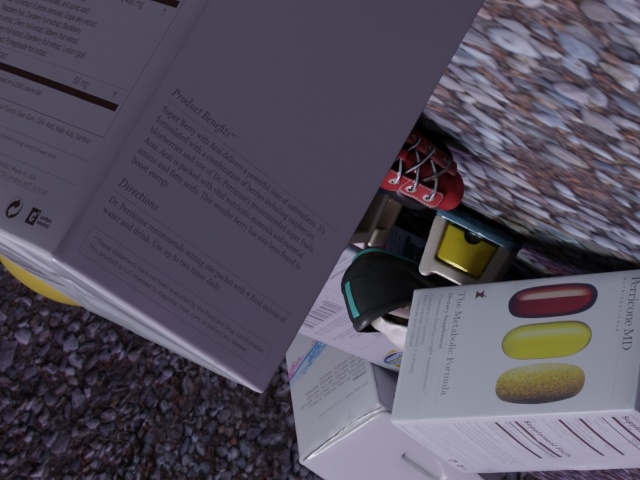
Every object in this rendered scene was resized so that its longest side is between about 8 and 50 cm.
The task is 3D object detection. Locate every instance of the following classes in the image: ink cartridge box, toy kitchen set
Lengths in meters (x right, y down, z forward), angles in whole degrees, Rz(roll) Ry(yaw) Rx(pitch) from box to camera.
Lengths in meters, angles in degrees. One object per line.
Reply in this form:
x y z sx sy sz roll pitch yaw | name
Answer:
0.075 0.161 2.281 0.226 0.131 0.306 37 -151 -33 | ink cartridge box
0.085 0.067 2.064 0.311 0.065 0.186 26 145 -25 | ink cartridge box
0.085 -0.027 1.797 0.166 0.122 0.207 27 -168 18 | toy kitchen set

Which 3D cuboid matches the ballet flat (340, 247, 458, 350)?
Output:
0.147 0.090 1.947 0.280 0.096 0.095 14 142 -17 | ballet flat

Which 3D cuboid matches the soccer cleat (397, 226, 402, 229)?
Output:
0.000 0.000 2.131 0.318 0.116 0.109 37 170 -38 | soccer cleat

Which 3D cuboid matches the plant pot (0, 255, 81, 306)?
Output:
-0.223 -0.070 2.094 0.254 0.254 0.239 31 162 -8 | plant pot

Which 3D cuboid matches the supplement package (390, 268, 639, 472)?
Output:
0.207 0.119 1.758 0.244 0.139 0.134 -7 150 35 | supplement package

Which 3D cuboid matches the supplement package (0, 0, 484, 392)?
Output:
-0.064 -0.099 1.092 0.175 0.293 0.177 22 168 46 | supplement package

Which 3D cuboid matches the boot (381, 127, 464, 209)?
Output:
0.050 -0.080 1.581 0.176 0.088 0.244 31 180 -7 | boot
